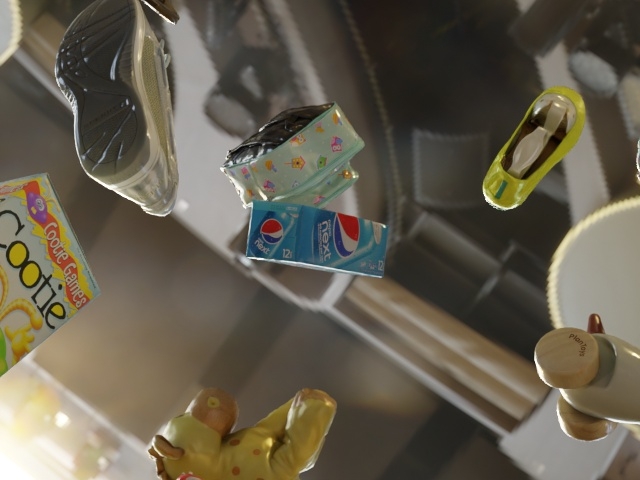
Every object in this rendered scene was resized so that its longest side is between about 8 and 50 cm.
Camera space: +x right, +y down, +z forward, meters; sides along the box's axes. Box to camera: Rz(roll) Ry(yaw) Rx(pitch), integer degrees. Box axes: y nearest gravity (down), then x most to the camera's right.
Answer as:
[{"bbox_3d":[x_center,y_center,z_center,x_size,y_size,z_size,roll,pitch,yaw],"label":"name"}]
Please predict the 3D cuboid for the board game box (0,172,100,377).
[{"bbox_3d":[-0.363,0.062,1.373,0.144,0.275,0.142,-10,-70,31],"label":"board game box"}]

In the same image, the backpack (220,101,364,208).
[{"bbox_3d":[-0.029,-0.112,2.014,0.144,0.166,0.188,56,-28,-4],"label":"backpack"}]

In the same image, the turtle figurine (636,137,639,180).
[{"bbox_3d":[0.504,-0.072,2.027,0.175,0.234,0.118,44,-66,7],"label":"turtle figurine"}]

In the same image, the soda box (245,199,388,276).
[{"bbox_3d":[0.000,0.000,1.665,0.071,0.067,0.210,5,-3,30],"label":"soda box"}]

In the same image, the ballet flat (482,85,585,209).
[{"bbox_3d":[0.284,-0.133,1.836,0.077,0.231,0.077,31,-31,12],"label":"ballet flat"}]

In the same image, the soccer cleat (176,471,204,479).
[{"bbox_3d":[-0.142,0.251,1.393,0.083,0.036,0.029,-28,-59,38],"label":"soccer cleat"}]

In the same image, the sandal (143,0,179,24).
[{"bbox_3d":[-0.262,-0.423,2.276,0.090,0.219,0.060,33,-66,-34],"label":"sandal"}]

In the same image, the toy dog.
[{"bbox_3d":[0.444,0.169,1.851,0.333,0.161,0.220,16,-36,8],"label":"toy dog"}]

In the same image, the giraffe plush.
[{"bbox_3d":[-0.096,0.234,1.568,0.170,0.210,0.181,23,-39,4],"label":"giraffe plush"}]

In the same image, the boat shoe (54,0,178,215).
[{"bbox_3d":[-0.223,-0.165,1.638,0.103,0.118,0.320,49,17,-45],"label":"boat shoe"}]
